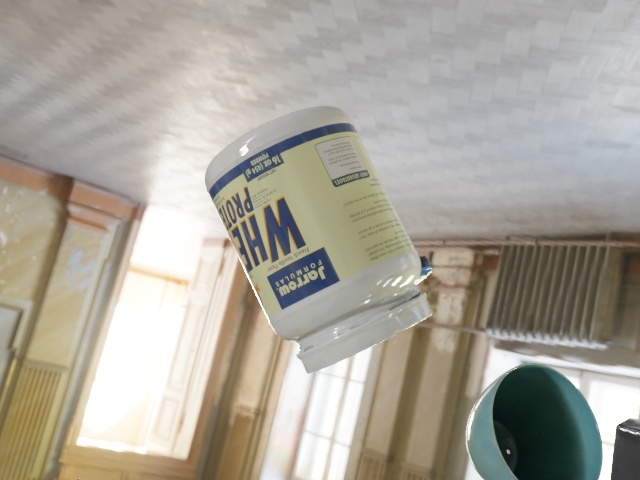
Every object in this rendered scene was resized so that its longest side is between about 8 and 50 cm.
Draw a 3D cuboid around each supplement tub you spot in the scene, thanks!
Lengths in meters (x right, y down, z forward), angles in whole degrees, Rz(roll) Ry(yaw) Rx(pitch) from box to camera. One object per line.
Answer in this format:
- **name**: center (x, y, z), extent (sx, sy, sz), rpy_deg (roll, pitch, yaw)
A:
- **supplement tub**: center (0.000, 0.000, 1.023), extent (0.235, 0.324, 0.235), rpy_deg (-26, 174, -3)

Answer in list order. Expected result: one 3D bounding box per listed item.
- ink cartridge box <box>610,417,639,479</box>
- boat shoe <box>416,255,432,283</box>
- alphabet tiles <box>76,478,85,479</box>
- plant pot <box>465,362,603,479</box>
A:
- **ink cartridge box**: center (0.463, 0.418, 0.944), extent (0.165, 0.332, 0.065), rpy_deg (6, -175, 41)
- **boat shoe**: center (0.119, 0.081, 1.548), extent (0.258, 0.089, 0.109), rpy_deg (-28, 158, 31)
- **alphabet tiles**: center (-0.290, 0.544, 1.192), extent (0.285, 0.011, 0.342), rpy_deg (27, 147, 50)
- **plant pot**: center (0.428, 0.433, 1.549), extent (0.290, 0.290, 0.195), rpy_deg (18, 148, -20)
